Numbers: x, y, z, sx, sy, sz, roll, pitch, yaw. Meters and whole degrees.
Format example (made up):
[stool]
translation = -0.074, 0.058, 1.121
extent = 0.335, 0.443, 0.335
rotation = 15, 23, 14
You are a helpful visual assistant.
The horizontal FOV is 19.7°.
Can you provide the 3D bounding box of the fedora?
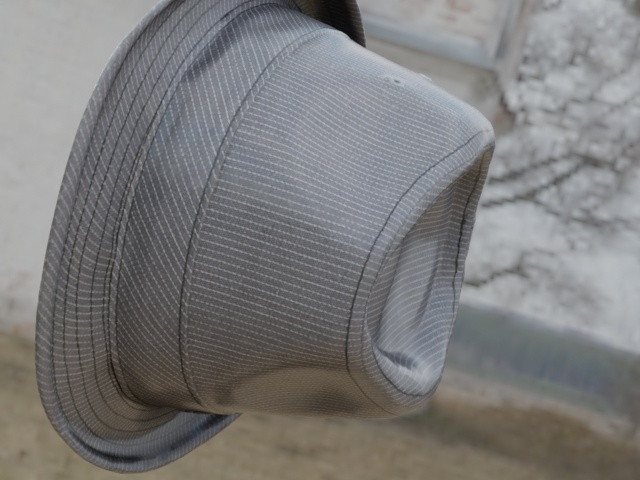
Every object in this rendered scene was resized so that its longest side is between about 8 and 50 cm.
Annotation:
[fedora]
translation = 0.000, 0.000, 0.810
extent = 0.124, 0.243, 0.275
rotation = 17, 6, 18
